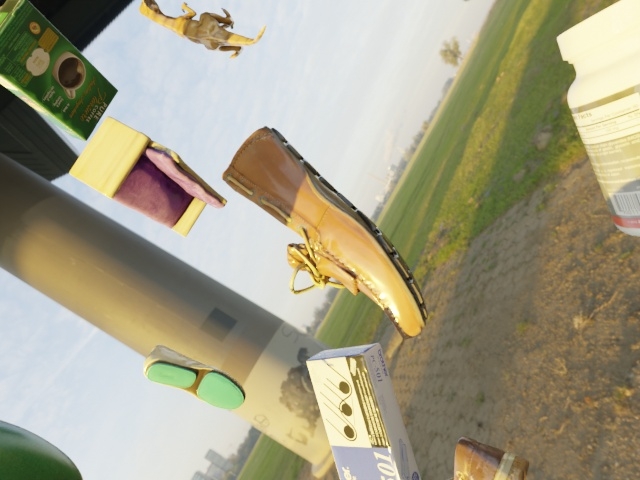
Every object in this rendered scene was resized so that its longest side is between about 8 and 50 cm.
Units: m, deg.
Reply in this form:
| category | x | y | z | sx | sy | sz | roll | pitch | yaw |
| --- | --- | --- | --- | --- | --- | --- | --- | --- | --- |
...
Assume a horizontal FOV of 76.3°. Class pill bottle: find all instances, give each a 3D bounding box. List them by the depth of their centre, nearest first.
| category | x | y | z | sx | sy | sz | roll | pitch | yaw |
| --- | --- | --- | --- | --- | --- | --- | --- | --- | --- |
| pill bottle | 0.543 | -0.207 | 0.662 | 0.210 | 0.363 | 0.210 | -25 | 7 | 3 |

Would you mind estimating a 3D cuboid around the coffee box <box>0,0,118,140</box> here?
| category | x | y | z | sx | sy | sz | roll | pitch | yaw |
| --- | --- | --- | --- | --- | --- | --- | --- | --- | --- |
| coffee box | -0.411 | -0.251 | 0.624 | 0.113 | 0.040 | 0.184 | -68 | -22 | -14 |

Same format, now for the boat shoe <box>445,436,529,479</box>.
| category | x | y | z | sx | sy | sz | roll | pitch | yaw |
| --- | --- | --- | --- | --- | --- | --- | --- | --- | --- |
| boat shoe | 0.257 | 0.461 | 0.703 | 0.123 | 0.123 | 0.342 | -40 | -43 | -39 |

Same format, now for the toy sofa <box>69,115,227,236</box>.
| category | x | y | z | sx | sy | sz | roll | pitch | yaw |
| --- | --- | --- | --- | --- | --- | --- | --- | --- | --- |
| toy sofa | -0.383 | -0.120 | 0.980 | 0.150 | 0.177 | 0.362 | -59 | -12 | -8 |

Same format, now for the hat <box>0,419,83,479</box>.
| category | x | y | z | sx | sy | sz | roll | pitch | yaw |
| --- | --- | --- | --- | --- | --- | --- | --- | --- | --- |
| hat | -0.237 | 0.227 | 0.390 | 0.173 | 0.183 | 0.209 | -168 | 74 | -64 |

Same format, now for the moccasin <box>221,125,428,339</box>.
| category | x | y | z | sx | sy | sz | roll | pitch | yaw |
| --- | --- | --- | --- | --- | --- | --- | --- | --- | --- |
| moccasin | 0.000 | 0.000 | 0.601 | 0.147 | 0.380 | 0.139 | -46 | -6 | 6 |

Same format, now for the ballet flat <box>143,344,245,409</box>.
| category | x | y | z | sx | sy | sz | roll | pitch | yaw |
| --- | --- | --- | --- | --- | --- | --- | --- | --- | --- |
| ballet flat | -0.280 | 0.307 | 0.929 | 0.086 | 0.248 | 0.086 | -40 | 30 | 28 |

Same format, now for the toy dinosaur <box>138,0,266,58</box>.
| category | x | y | z | sx | sy | sz | roll | pitch | yaw |
| --- | --- | --- | --- | --- | --- | --- | --- | --- | --- |
| toy dinosaur | -0.139 | -0.272 | 0.541 | 0.112 | 0.211 | 0.064 | -46 | -28 | -56 |

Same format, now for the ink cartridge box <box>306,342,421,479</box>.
| category | x | y | z | sx | sy | sz | roll | pitch | yaw |
| --- | --- | --- | --- | --- | --- | --- | --- | --- | --- |
| ink cartridge box | 0.058 | 0.243 | 0.524 | 0.097 | 0.207 | 0.046 | -19 | -5 | 38 |
